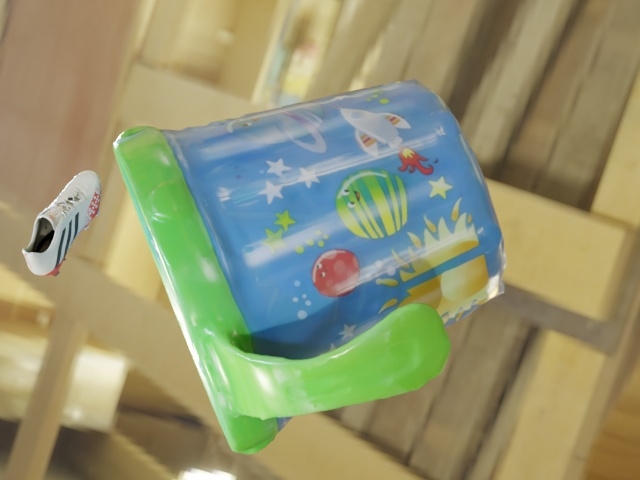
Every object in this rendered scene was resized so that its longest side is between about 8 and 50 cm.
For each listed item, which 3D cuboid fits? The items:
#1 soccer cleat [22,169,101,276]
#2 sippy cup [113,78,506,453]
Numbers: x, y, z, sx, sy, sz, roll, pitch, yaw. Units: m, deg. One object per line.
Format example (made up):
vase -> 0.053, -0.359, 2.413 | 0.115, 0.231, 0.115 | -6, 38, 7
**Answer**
soccer cleat -> -0.173, -0.015, 1.157 | 0.029, 0.083, 0.035 | 18, 157, 25
sippy cup -> 0.000, 0.000, 1.201 | 0.224, 0.305, 0.240 | -21, 155, -6
